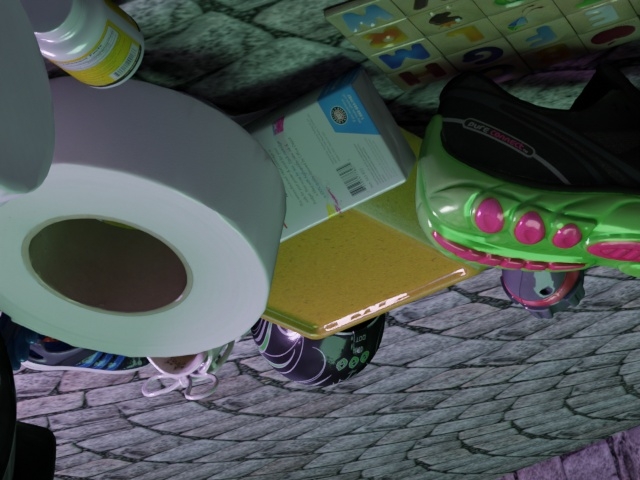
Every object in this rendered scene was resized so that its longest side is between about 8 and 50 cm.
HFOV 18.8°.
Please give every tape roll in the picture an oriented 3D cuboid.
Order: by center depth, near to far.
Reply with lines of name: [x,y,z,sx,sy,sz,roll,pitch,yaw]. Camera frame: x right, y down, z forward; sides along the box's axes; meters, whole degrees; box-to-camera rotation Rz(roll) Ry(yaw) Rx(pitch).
tape roll: [-0.176,-0.014,1.677,0.286,0.100,0.286,7,145,5]

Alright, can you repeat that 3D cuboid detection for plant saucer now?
plant saucer: [0.000,0.000,1.963,0.333,0.081,0.332,-25,144,37]

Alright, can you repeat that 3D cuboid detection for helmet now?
helmet: [-0.006,0.088,2.271,0.169,0.169,0.161,-6,152,-22]

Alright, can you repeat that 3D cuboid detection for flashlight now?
flashlight: [0.223,0.000,2.172,0.103,0.103,0.304,-24,156,12]

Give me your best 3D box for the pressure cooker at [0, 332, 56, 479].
pressure cooker: [-0.477,0.191,1.848,0.375,0.370,0.420,-40,174,-16]

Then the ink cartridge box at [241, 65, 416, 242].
ink cartridge box: [-0.018,-0.070,1.761,0.181,0.104,0.061,-25,-165,21]

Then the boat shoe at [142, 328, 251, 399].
boat shoe: [-0.164,0.113,2.233,0.135,0.156,0.367,-16,163,15]

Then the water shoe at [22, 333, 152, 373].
water shoe: [-0.266,0.120,2.333,0.203,0.073,0.080,-6,161,-23]

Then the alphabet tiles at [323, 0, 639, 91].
alphabet tiles: [0.170,-0.204,1.666,0.285,0.011,0.342,-17,163,16]

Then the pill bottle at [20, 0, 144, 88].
pill bottle: [-0.182,-0.160,1.454,0.065,0.065,0.116,-16,163,13]

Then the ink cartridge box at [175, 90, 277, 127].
ink cartridge box: [-0.149,-0.098,1.768,0.179,0.045,0.145,-20,173,-46]

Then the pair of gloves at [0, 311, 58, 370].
pair of gloves: [-0.274,0.041,1.919,0.023,0.159,0.198,19,154,-26]

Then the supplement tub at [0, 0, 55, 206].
supplement tub: [-0.362,-0.078,1.301,0.316,0.228,0.228,-17,163,16]

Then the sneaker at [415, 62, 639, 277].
sneaker: [0.317,-0.065,1.835,0.482,0.202,0.185,10,159,-27]
